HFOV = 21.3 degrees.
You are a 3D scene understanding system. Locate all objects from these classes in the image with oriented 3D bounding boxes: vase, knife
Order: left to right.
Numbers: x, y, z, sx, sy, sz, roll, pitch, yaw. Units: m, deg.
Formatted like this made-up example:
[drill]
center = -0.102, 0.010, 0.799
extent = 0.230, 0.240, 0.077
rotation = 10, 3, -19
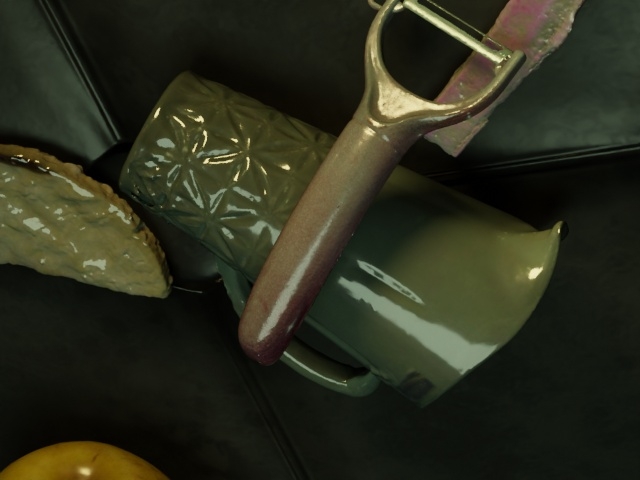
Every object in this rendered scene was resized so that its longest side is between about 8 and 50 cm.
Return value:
[vase]
center = 0.000, 0.000, 1.256
extent = 0.301, 0.156, 0.251
rotation = 30, 131, -1
[knife]
center = 0.012, -0.041, 1.152
extent = 0.123, 0.053, 0.278
rotation = 36, 97, 30

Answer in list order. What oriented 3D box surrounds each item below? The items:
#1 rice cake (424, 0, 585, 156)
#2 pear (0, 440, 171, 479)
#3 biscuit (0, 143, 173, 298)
[rice cake]
center = 0.130, -0.135, 1.159
extent = 0.047, 0.036, 0.206
rotation = 31, 134, -8
[pear]
center = -0.214, 0.324, 1.533
extent = 0.281, 0.280, 0.280
rotation = 10, 133, 10
[biscuit]
center = -0.241, -0.025, 1.385
extent = 0.250, 0.032, 0.133
rotation = 12, 133, 9
